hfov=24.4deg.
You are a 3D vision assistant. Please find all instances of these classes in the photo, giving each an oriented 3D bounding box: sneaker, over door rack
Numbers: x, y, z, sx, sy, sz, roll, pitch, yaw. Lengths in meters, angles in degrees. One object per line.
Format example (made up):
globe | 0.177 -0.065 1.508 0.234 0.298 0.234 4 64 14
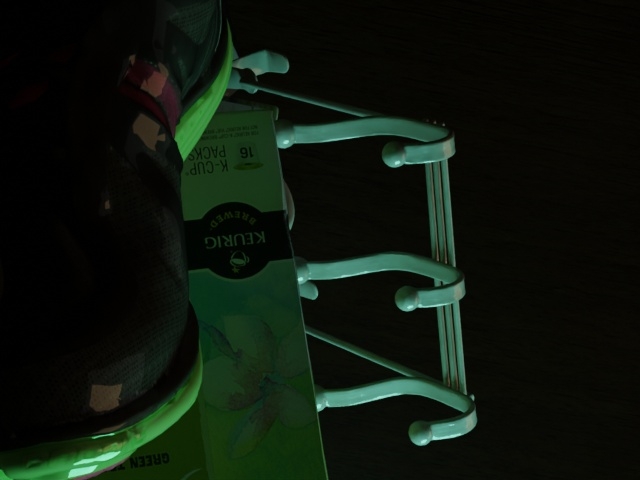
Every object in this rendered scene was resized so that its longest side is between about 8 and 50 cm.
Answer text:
sneaker | -0.150 -0.064 0.798 0.483 0.185 0.202 -91 176 -51
over door rack | 0.000 0.000 1.172 0.324 0.108 0.240 31 -48 58

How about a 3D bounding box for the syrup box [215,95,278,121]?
syrup box | -0.170 -0.102 1.577 0.096 0.236 0.093 105 -6 -51

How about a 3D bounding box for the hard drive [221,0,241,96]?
hard drive | -0.135 -0.262 1.541 0.255 0.054 0.172 64 10 -70

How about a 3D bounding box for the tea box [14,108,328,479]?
tea box | -0.133 0.112 1.124 0.329 0.219 0.324 119 -38 -73

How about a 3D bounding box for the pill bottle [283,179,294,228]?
pill bottle | -0.179 0.065 1.524 0.361 0.204 0.204 -56 -161 35
